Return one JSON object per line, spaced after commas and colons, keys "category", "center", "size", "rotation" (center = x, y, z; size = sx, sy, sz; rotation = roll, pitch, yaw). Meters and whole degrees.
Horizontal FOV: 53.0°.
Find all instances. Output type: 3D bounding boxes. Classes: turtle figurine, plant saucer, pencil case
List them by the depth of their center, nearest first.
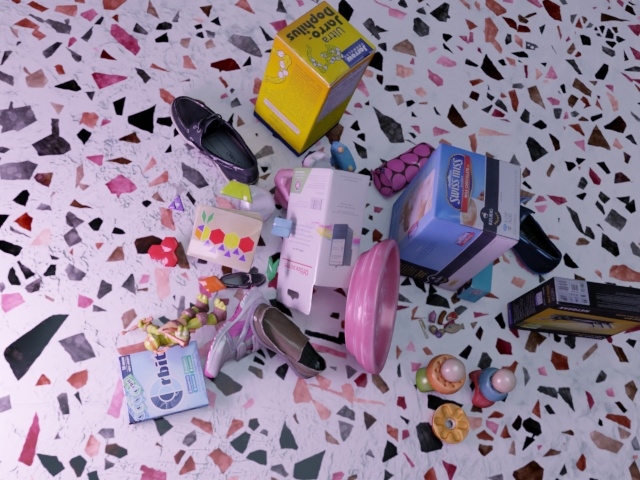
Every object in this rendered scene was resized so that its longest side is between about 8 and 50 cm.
{"category": "turtle figurine", "center": [-0.324, 0.207, 1.500], "size": [0.217, 0.269, 0.087], "rotation": [-29, 107, -40]}
{"category": "plant saucer", "center": [0.129, 0.158, 1.585], "size": [0.084, 0.332, 0.332], "rotation": [7, 63, 15]}
{"category": "pencil case", "center": [0.251, -0.216, 1.891], "size": [0.209, 0.095, 0.098], "rotation": [-30, 58, -27]}

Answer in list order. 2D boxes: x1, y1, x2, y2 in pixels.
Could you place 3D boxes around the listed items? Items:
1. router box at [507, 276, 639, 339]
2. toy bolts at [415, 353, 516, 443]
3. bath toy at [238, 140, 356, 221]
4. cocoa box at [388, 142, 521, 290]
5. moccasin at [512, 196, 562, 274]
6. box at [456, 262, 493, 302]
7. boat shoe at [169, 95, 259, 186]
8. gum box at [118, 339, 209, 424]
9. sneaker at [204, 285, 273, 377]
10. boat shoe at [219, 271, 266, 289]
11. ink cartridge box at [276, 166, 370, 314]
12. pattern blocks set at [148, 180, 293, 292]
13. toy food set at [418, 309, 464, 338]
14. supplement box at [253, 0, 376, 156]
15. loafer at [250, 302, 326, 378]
{"category": "router box", "center": [0.711, 0.191, 1.759], "size": [0.308, 0.243, 0.081], "rotation": [8, 66, -12]}
{"category": "toy bolts", "center": [0.386, 0.393, 1.629], "size": [0.228, 0.158, 0.219], "rotation": [-2, 68, -16]}
{"category": "bath toy", "center": [-0.072, -0.147, 1.751], "size": [0.348, 0.129, 0.152], "rotation": [-28, 113, -19]}
{"category": "cocoa box", "center": [0.339, -0.051, 1.697], "size": [0.227, 0.347, 0.232], "rotation": [16, 62, -9]}
{"category": "moccasin", "center": [0.596, -0.062, 1.903], "size": [0.137, 0.117, 0.342], "rotation": [-38, 82, -26]}
{"category": "box", "center": [0.445, 0.044, 1.826], "size": [0.060, 0.100, 0.245], "rotation": [16, 64, -7]}
{"category": "boat shoe", "center": [-0.287, -0.285, 1.753], "size": [0.127, 0.113, 0.340], "rotation": [-32, 79, -24]}
{"category": "gum box", "center": [-0.369, 0.332, 1.510], "size": [0.184, 0.041, 0.157], "rotation": [-9, 70, -18]}
{"category": "sneaker", "center": [-0.189, 0.235, 1.567], "size": [0.111, 0.103, 0.252], "rotation": [34, 64, 2]}
{"category": "boat shoe", "center": [-0.199, 0.101, 1.656], "size": [0.125, 0.038, 0.046], "rotation": [-1, 68, -16]}
{"category": "ink cartridge box", "center": [0.000, 0.000, 1.616], "size": [0.119, 0.207, 0.354], "rotation": [8, 93, -30]}
{"category": "pattern blocks set", "center": [-0.245, -0.010, 1.623], "size": [0.324, 0.026, 0.286], "rotation": [24, 87, 6]}
{"category": "toy food set", "center": [0.335, 0.225, 1.764], "size": [0.122, 0.019, 0.078], "rotation": [-15, 73, -21]}
{"category": "supplement box", "center": [-0.028, -0.429, 1.751], "size": [0.195, 0.356, 0.194], "rotation": [44, 63, 5]}
{"category": "loafer", "center": [-0.068, 0.240, 1.550], "size": [0.251, 0.087, 0.094], "rotation": [48, 53, -27]}
